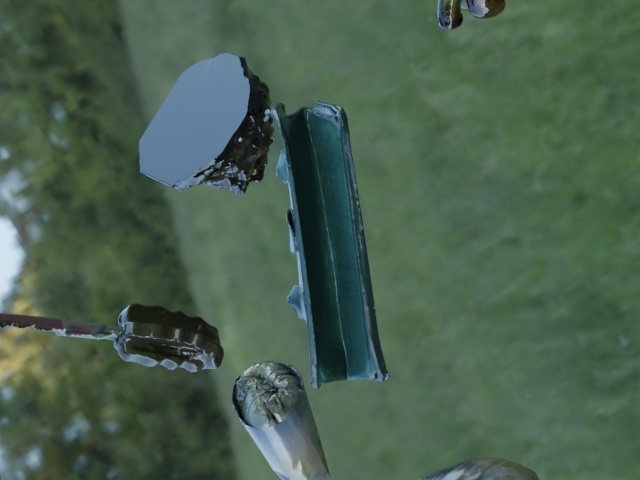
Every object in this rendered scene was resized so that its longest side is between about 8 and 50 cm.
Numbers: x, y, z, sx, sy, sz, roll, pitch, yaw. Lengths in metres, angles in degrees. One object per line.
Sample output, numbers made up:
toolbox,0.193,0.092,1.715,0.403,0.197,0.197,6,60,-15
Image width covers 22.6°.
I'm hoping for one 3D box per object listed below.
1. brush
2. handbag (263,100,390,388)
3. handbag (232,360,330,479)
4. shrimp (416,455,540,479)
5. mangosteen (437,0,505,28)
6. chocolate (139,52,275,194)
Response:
brush,-0.267,0.111,1.990,0.084,0.301,0.071,-132,53,-69
handbag,-0.001,0.000,1.868,0.238,0.089,0.326,-135,36,-82
handbag,-0.049,0.231,2.057,0.117,0.095,0.173,53,170,45
shrimp,0.095,0.303,1.493,0.110,0.221,0.446,37,166,-1
mangosteen,0.227,-0.391,2.103,0.215,0.257,0.215,28,-159,-12
chocolate,-0.127,-0.146,2.430,0.177,0.224,0.206,35,173,-40
